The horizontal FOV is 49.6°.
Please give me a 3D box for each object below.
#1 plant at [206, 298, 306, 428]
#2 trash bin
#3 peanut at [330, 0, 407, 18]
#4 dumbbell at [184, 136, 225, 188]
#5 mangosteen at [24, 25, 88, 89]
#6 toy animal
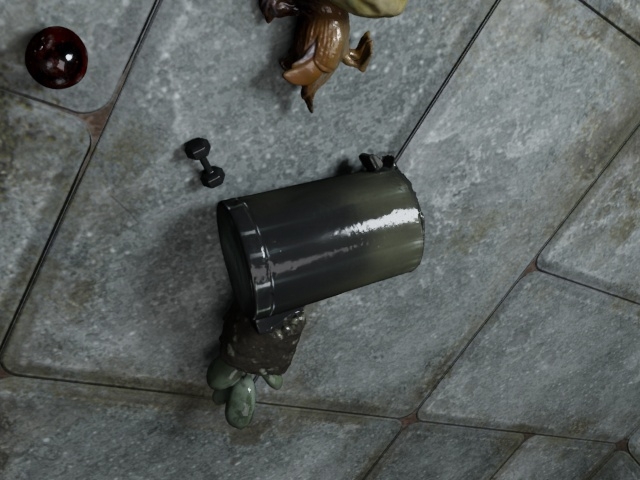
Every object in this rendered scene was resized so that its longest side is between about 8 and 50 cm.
[{"bbox_3d":[-0.128,0.215,1.300,0.149,0.146,0.274,17,119,-14],"label":"plant"},{"bbox_3d":[0.000,0.000,1.154,0.302,0.203,0.252,-15,106,-17],"label":"trash bin"},{"bbox_3d":[-0.003,-0.396,0.871,0.325,0.153,0.140,31,118,-28],"label":"peanut"},{"bbox_3d":[-0.180,-0.120,1.081,0.040,0.036,0.083,-28,133,-5],"label":"dumbbell"},{"bbox_3d":[-0.335,-0.231,0.889,0.081,0.081,0.081,-14,130,-17],"label":"mangosteen"},{"bbox_3d":[-0.020,-0.282,1.013,0.179,0.089,0.188,14,118,-16],"label":"toy animal"}]
